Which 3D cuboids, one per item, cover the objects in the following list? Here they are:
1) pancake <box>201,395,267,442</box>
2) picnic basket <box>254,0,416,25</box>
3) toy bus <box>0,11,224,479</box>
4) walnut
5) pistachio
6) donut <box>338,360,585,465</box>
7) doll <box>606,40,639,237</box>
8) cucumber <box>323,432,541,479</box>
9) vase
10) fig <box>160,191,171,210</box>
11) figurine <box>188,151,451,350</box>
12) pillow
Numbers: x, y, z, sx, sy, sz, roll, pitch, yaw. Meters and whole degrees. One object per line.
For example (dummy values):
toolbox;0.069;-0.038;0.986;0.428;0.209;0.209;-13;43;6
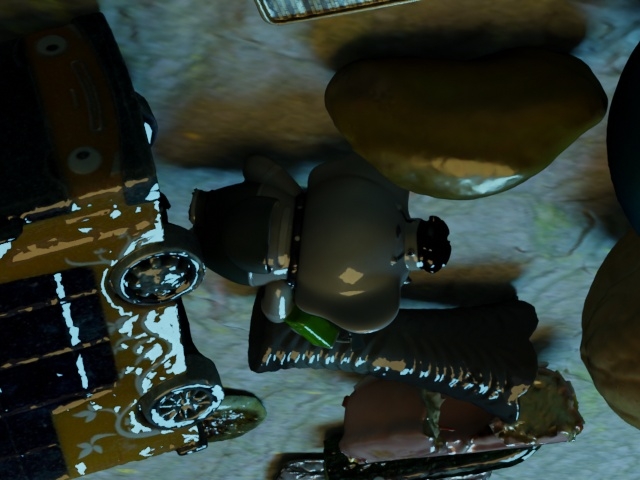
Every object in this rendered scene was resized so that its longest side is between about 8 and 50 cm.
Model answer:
pancake;-0.113;0.180;1.679;0.116;0.022;0.129;-16;156;24
picnic basket;0.027;-0.186;0.879;0.164;0.079;0.115;-9;154;10
toy bus;-0.182;0.022;1.102;0.194;0.162;0.323;-15;144;-8
walnut;0.329;0.064;1.297;0.261;0.225;0.225;-13;153;21
pistachio;0.097;-0.073;1.093;0.189;0.110;0.100;0;122;-7
donut;0.124;0.166;1.582;0.233;0.085;0.199;0;169;-28
doll;0.290;-0.057;1.064;0.186;0.198;0.322;25;176;24
cucumber;0.112;0.221;1.737;0.265;0.077;0.077;-14;152;19
vase;0.060;0.088;1.432;0.237;0.115;0.115;9;152;-13
fig;-0.152;-0.019;1.238;0.083;0.050;0.050;-21;151;10
figurine;0.000;0.000;1.208;0.192;0.147;0.126;5;170;10
pillow;0.066;0.287;1.896;0.248;0.049;0.135;5;157;-11
